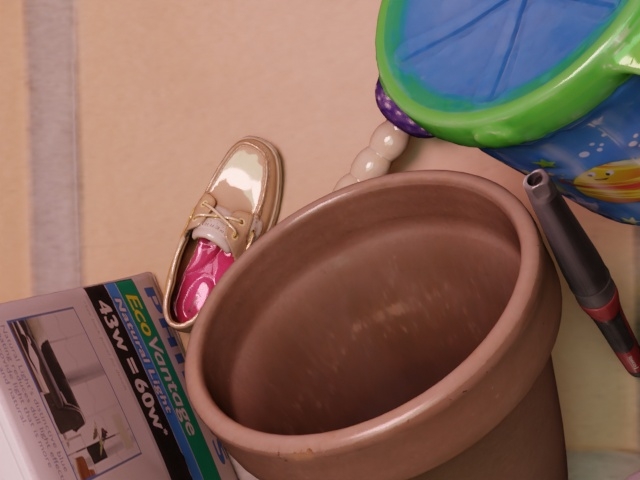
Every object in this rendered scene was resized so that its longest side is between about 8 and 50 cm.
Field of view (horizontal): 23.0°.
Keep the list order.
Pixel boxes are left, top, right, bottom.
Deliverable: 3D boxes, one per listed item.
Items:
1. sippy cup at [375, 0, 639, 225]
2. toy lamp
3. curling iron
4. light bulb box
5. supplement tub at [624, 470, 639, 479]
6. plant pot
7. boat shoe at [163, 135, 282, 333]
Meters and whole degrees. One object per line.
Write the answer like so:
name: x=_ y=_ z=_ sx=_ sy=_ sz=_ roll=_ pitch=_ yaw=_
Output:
sippy cup: x=0.194 y=-0.125 z=1.078 sx=0.240 sy=0.224 sz=0.305 roll=-32 pitch=44 yaw=27
toy lamp: x=0.000 y=0.000 z=1.226 sx=0.080 sy=0.080 sz=0.275 roll=36 pitch=100 yaw=11
curling iron: x=0.199 y=0.024 z=1.102 sx=0.035 sy=0.274 sz=0.068 roll=30 pitch=82 yaw=44
light bulb box: x=-0.288 y=0.198 z=1.157 sx=0.358 sy=0.361 sz=0.225 roll=-24 pitch=87 yaw=13
supplement tub: x=0.348 y=0.299 z=1.062 sx=0.241 sy=0.241 sz=0.331 roll=-18 pitch=87 yaw=14
plant pot: x=0.067 y=0.118 z=1.120 sx=0.263 sy=0.263 sz=0.229 roll=-20 pitch=126 yaw=14
boat shoe: x=-0.079 y=-0.002 z=1.255 sx=0.063 sy=0.059 sz=0.170 roll=21 pitch=96 yaw=13
